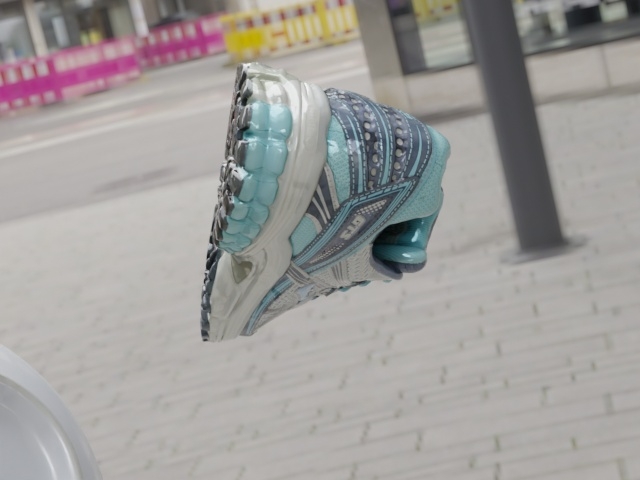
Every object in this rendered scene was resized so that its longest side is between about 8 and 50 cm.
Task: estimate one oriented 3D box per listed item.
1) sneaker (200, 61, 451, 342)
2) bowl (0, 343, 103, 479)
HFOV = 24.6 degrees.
[{"bbox_3d":[0.000,0.000,0.813,0.122,0.110,0.283,9,-15,-5],"label":"sneaker"},{"bbox_3d":[-0.224,0.154,0.808,0.134,0.297,0.298,-34,-7,41],"label":"bowl"}]
